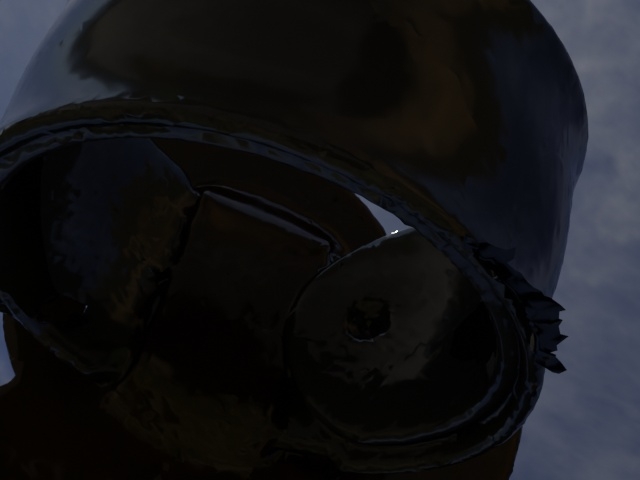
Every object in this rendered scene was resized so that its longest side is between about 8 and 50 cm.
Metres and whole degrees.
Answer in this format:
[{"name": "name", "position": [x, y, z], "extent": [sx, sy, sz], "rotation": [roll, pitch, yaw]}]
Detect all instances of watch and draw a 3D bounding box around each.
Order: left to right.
[{"name": "watch", "position": [0.000, 0.000, 0.691], "extent": [0.335, 0.327, 0.314], "rotation": [24, -124, -6]}]
